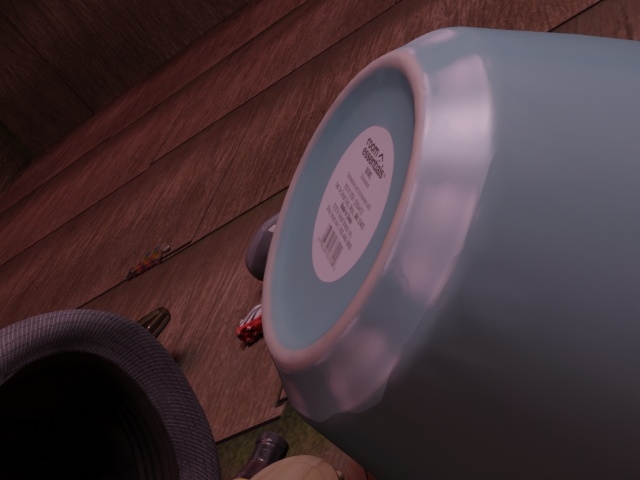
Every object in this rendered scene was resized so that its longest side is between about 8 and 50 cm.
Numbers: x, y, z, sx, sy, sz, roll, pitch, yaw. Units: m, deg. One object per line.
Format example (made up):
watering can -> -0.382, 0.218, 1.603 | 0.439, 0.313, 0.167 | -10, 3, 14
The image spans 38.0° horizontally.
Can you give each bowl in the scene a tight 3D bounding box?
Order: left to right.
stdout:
bowl -> 0.076, 0.009, 0.516 | 0.311, 0.163, 0.311 | -52, 27, 41

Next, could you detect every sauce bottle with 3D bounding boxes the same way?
sauce bottle -> -0.059, 0.200, 0.692 | 0.042, 0.042, 0.128 | -23, 29, 37

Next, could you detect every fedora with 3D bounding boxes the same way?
fedora -> -0.204, 0.186, 0.664 | 0.124, 0.243, 0.275 | -23, 16, 28

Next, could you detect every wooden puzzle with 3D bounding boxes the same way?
wooden puzzle -> -0.255, 0.030, 1.388 | 0.083, 0.006, 0.049 | -28, 25, 28

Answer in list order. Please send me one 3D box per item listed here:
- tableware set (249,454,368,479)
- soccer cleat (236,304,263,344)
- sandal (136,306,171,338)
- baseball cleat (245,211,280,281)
tableware set -> -0.014, 0.218, 0.593 | 0.128, 0.039, 0.194 | -25, 30, 6
soccer cleat -> -0.053, 0.074, 0.944 | 0.083, 0.029, 0.035 | -37, 26, 22
sandal -> -0.220, 0.171, 1.002 | 0.219, 0.060, 0.090 | -61, 20, -12
baseball cleat -> 0.000, 0.000, 0.943 | 0.206, 0.072, 0.109 | -34, 29, 25
